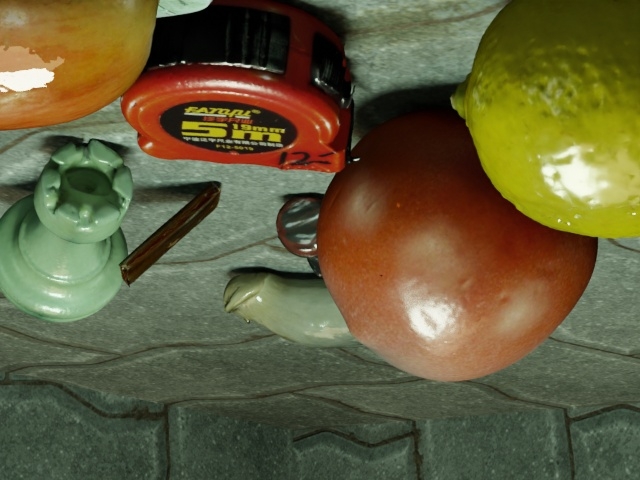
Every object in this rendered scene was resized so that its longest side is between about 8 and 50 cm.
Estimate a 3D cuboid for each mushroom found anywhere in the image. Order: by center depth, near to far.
[{"bbox_3d":[0.031,0.110,2.552,0.397,0.126,0.177,-2,154,23],"label":"mushroom"}]

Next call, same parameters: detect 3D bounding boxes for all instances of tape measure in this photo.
[{"bbox_3d":[-0.081,-0.162,1.594,0.253,0.114,0.260,4,161,2],"label":"tape measure"}]

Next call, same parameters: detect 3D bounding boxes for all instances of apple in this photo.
[{"bbox_3d":[-0.244,-0.198,1.271,0.241,0.242,0.242,1,165,5],"label":"apple"}]

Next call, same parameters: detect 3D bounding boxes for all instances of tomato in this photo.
[{"bbox_3d":[0.148,0.008,1.768,0.321,0.322,0.321,4,165,1],"label":"tomato"}]

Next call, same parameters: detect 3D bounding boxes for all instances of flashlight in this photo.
[{"bbox_3d":[0.000,0.000,2.234,0.093,0.093,0.232,1,168,12],"label":"flashlight"}]

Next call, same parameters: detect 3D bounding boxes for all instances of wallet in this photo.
[{"bbox_3d":[-0.210,-0.009,2.132,0.026,0.176,0.095,44,165,8],"label":"wallet"}]

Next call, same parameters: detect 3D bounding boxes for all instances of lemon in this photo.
[{"bbox_3d":[0.272,-0.124,1.390,0.284,0.261,0.260,8,164,-11],"label":"lemon"}]

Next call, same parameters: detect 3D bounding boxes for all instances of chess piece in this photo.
[{"bbox_3d":[-0.337,-0.020,2.079,0.194,0.195,0.299,8,156,-15],"label":"chess piece"}]

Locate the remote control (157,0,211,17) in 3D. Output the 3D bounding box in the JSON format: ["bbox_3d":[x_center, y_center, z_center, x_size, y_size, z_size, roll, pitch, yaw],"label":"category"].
[{"bbox_3d":[-0.214,-0.241,1.464,0.256,0.045,0.097,0,164,25],"label":"remote control"}]
